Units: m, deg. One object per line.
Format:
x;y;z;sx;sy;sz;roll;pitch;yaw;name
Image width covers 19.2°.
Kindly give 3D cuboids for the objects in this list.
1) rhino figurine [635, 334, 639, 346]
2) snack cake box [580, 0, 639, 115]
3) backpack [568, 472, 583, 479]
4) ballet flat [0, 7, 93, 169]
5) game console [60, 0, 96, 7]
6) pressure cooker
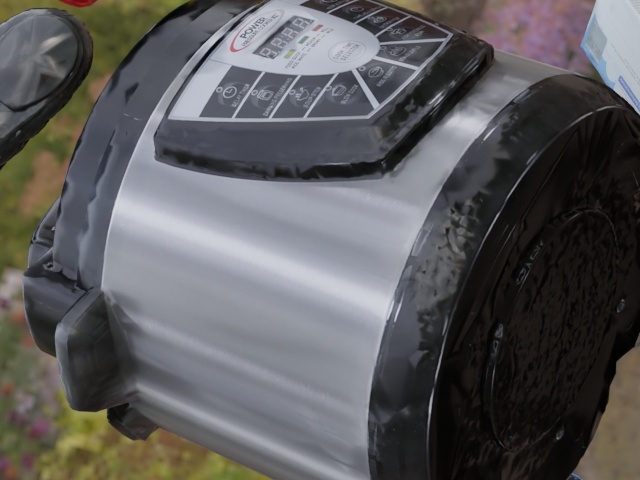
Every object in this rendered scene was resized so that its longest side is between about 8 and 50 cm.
0.444;0.118;2.154;0.073;0.243;0.106;-47;6;45;rhino figurine
0.378;-0.167;1.625;0.089;0.264;0.152;104;148;-46;snack cake box
0.205;0.267;1.800;0.084;0.114;0.105;63;-171;-88;backpack
-0.164;-0.034;0.809;0.173;0.057;0.049;-38;-4;-1;ballet flat
-0.260;-0.428;1.545;0.060;0.342;0.386;-11;54;49;game console
-0.001;0.006;1.434;0.420;0.370;0.375;21;91;31;pressure cooker
